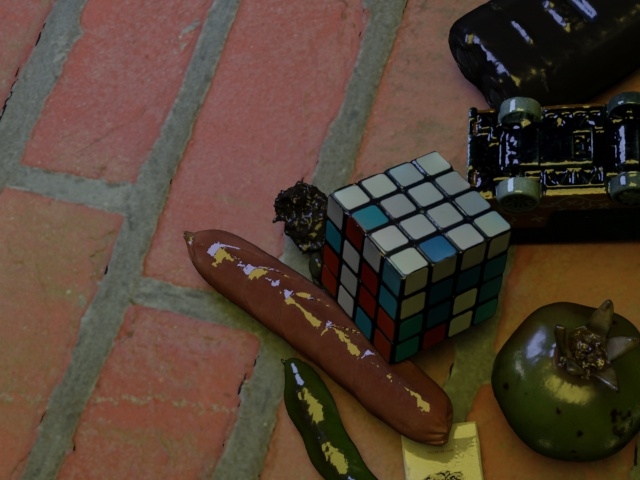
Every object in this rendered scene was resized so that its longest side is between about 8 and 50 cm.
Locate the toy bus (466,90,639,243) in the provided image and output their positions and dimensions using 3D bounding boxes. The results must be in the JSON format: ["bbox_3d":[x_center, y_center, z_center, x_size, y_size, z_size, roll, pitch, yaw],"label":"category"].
[{"bbox_3d":[0.320,-0.079,1.430,0.275,0.167,0.138,-3,64,15],"label":"toy bus"}]

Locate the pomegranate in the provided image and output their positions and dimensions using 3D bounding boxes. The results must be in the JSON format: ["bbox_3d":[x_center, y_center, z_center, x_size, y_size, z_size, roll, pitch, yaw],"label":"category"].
[{"bbox_3d":[0.279,0.141,1.302,0.181,0.224,0.181,-1,63,2],"label":"pomegranate"}]

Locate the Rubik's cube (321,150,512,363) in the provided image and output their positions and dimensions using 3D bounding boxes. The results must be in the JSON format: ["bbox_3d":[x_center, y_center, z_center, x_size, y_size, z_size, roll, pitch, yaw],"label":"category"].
[{"bbox_3d":[0.106,0.017,1.378,0.154,0.151,0.155,-23,51,-24],"label":"Rubik's cube"}]

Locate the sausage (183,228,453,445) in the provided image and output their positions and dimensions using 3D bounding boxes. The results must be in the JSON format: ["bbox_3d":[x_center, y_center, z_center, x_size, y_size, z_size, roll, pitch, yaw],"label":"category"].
[{"bbox_3d":[-0.007,0.103,1.449,0.433,0.088,0.088,36,76,26],"label":"sausage"}]

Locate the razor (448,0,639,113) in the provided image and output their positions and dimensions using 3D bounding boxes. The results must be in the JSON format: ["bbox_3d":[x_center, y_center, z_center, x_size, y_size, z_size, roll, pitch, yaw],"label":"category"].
[{"bbox_3d":[0.339,-0.278,1.550,0.327,0.107,0.189,-29,63,-4],"label":"razor"}]

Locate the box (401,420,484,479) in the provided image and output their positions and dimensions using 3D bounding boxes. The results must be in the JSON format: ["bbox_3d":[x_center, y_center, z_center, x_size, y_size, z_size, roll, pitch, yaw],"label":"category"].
[{"bbox_3d":[0.143,0.292,1.368,0.090,0.024,0.167,-7,64,7],"label":"box"}]

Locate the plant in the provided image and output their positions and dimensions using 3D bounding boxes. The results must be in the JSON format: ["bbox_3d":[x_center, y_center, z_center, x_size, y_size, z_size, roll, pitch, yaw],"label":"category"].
[{"bbox_3d":[0.000,0.000,1.502,0.087,0.085,0.174,-28,71,3],"label":"plant"}]

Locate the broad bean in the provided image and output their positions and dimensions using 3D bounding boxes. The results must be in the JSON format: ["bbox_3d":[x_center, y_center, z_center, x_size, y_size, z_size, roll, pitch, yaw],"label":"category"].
[{"bbox_3d":[0.015,0.238,1.405,0.065,0.046,0.254,-40,62,9],"label":"broad bean"}]
